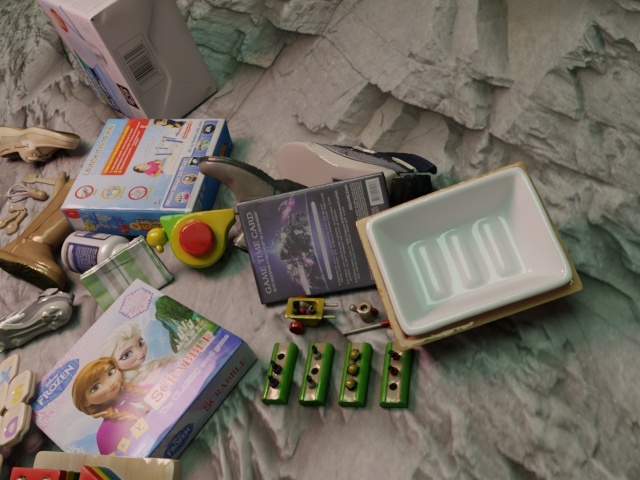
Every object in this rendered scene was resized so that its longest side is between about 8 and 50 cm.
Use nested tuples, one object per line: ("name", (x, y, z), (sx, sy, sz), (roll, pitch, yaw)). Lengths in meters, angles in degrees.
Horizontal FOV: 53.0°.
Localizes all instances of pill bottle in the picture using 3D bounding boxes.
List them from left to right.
("pill bottle", (-0.461, 0.033, 1.373), (0.169, 0.094, 0.094), (7, 53, 28))

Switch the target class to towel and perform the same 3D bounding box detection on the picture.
("towel", (-0.391, 0.076, 1.299), (0.152, 0.113, 0.023), (-35, 14, -9))

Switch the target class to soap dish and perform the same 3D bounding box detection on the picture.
("soap dish", (0.229, 0.028, 1.029), (0.291, 0.118, 0.228), (-20, 69, 4))

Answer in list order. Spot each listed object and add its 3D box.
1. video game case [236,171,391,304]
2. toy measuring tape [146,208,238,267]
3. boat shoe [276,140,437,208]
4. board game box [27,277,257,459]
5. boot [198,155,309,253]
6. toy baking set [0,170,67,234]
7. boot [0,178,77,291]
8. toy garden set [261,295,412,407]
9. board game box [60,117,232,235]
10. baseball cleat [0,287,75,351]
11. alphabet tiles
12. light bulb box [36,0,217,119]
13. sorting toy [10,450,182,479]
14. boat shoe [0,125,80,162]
("video game case", (0.000, 0.000, 1.160), (0.274, 0.196, 0.026), (-11, 9, 14))
("toy measuring tape", (-0.184, -0.006, 1.306), (0.330, 0.121, 0.121), (-6, 46, -6))
("boat shoe", (0.072, -0.131, 1.288), (0.158, 0.127, 0.341), (-18, 32, -40))
("board game box", (-0.329, 0.251, 1.141), (0.318, 0.066, 0.318), (21, 61, 36))
("boot", (-0.139, -0.058, 1.237), (0.247, 0.083, 0.161), (20, 84, -1))
("toy baking set", (-0.748, -0.113, 1.670), (0.197, 0.030, 0.256), (-15, 46, 9))
("boot", (-0.596, -0.023, 1.488), (0.236, 0.089, 0.269), (18, 55, 27))
("toy garden set", (0.029, 0.173, 1.074), (0.244, 0.049, 0.203), (-4, 49, 20))
("board game box", (-0.387, -0.151, 1.478), (0.302, 0.086, 0.308), (2, 50, 11))
("baseball cleat", (-0.611, 0.164, 1.351), (0.206, 0.072, 0.109), (-16, 32, 3))
("alphabet tiles", (-0.625, 0.348, 1.159), (0.284, 0.021, 0.278), (-31, 43, 16))
("light bulb box", (-0.517, -0.529, 1.719), (0.225, 0.358, 0.361), (-42, 47, -19))
("sorting toy", (-0.346, 0.437, 0.911), (0.256, 0.089, 0.257), (-4, 67, 20))
("boat shoe", (-0.785, -0.262, 1.783), (0.302, 0.109, 0.098), (7, 93, 27))
